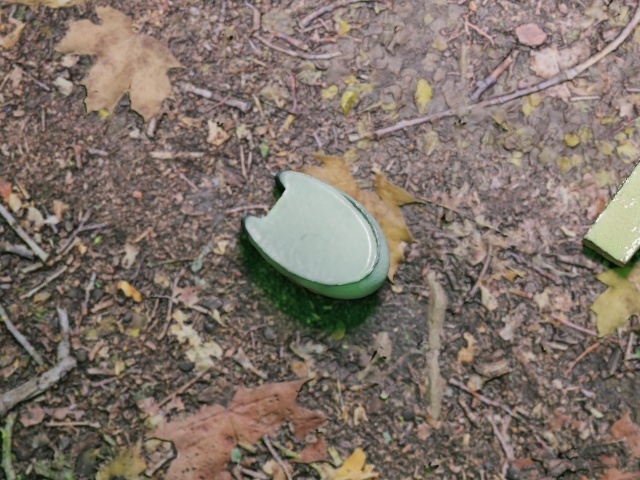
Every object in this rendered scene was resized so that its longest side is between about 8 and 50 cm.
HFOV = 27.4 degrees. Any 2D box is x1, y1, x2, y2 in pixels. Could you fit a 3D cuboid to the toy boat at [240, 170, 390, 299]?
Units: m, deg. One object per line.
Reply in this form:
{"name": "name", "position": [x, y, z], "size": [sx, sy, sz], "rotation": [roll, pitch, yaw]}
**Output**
{"name": "toy boat", "position": [0.000, 0.000, 1.703], "size": [0.208, 0.079, 0.134], "rotation": [32, 76, 20]}

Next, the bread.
{"name": "bread", "position": [0.406, -0.042, 1.687], "size": [0.068, 0.028, 0.153], "rotation": [35, 84, 10]}
